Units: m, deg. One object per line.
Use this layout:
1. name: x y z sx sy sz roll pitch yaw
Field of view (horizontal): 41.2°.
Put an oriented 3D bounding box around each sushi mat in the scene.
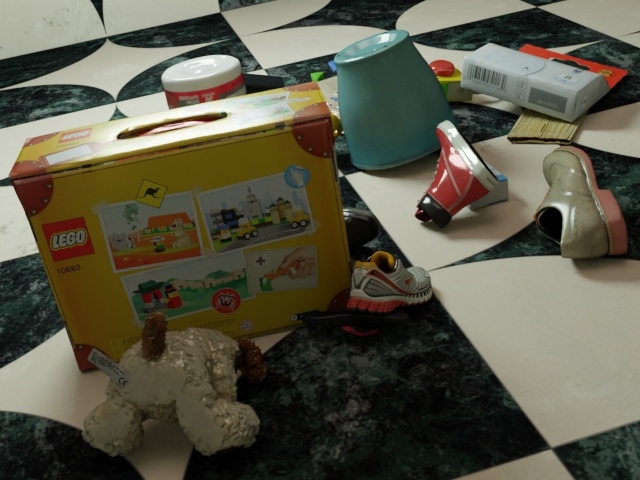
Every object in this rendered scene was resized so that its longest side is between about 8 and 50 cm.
1. sushi mat: 0.571 -0.307 2.090 0.151 0.019 0.316 6 32 26

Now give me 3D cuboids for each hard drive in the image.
1. hard drive: -0.194 -0.287 2.056 0.172 0.255 0.054 -4 49 -43

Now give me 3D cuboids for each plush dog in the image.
1. plush dog: -0.207 0.194 1.267 0.262 0.211 0.225 -5 5 11

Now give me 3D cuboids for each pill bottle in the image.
1. pill bottle: -0.233 -0.236 1.903 0.176 0.319 0.176 -8 28 4

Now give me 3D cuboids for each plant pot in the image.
1. plant pot: 0.156 -0.341 1.988 0.271 0.255 0.272 -19 23 8

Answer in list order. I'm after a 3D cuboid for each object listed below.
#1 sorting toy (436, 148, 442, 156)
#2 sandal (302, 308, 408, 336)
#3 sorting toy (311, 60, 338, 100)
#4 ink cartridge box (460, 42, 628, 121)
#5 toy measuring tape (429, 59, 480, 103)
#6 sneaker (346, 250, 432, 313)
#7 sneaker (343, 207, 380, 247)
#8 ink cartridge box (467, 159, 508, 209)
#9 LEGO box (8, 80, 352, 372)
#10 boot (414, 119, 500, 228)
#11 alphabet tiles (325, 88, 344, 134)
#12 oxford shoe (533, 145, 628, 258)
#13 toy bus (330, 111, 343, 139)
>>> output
1. sorting toy: 0.302 -0.229 2.009 0.061 0.042 0.102 -3 29 13
2. sandal: 0.059 0.137 1.407 0.179 0.040 0.067 -3 5 15
3. sorting toy: 0.102 -0.427 2.430 0.196 0.047 0.347 -25 40 -18
4. ink cartridge box: 0.586 -0.446 2.184 0.308 0.091 0.385 24 40 29
5. toy measuring tape: 0.384 -0.427 2.289 0.330 0.121 0.121 -2 28 -4
6. sneaker: 0.125 0.063 1.428 0.088 0.093 0.225 5 6 30
7. sneaker: 0.000 0.000 1.641 0.227 0.087 0.130 -2 31 22
8. ink cartridge box: 0.327 -0.119 1.786 0.088 0.052 0.122 -15 30 -10
9. LEGO box: -0.210 -0.024 1.447 0.500 0.373 0.193 -11 28 -3
10. boot: 0.244 -0.133 1.741 0.176 0.088 0.244 -41 33 17
11. alphabet tiles: 0.092 -0.358 2.300 0.198 0.009 0.237 18 48 31
12. oxford shoe: 0.457 -0.080 1.601 0.130 0.123 0.348 -14 27 5
13. toy bus: -0.034 -0.233 2.054 0.104 0.202 0.191 39 40 17
